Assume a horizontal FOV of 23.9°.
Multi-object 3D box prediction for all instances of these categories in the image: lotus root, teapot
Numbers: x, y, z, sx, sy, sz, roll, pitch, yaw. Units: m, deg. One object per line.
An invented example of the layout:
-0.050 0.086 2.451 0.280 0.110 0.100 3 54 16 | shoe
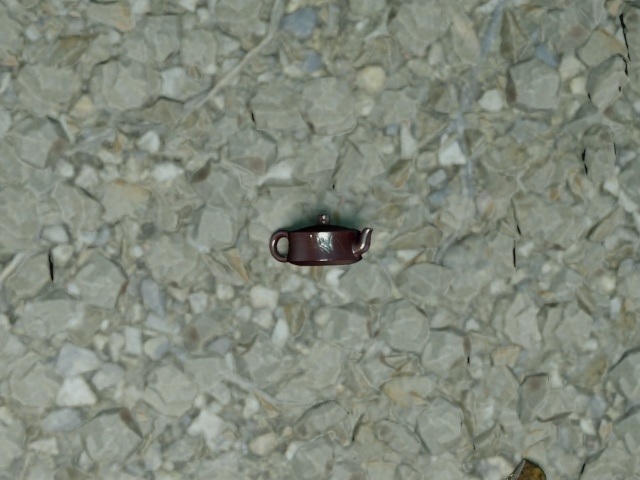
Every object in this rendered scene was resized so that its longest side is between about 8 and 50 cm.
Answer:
0.175 0.241 1.373 0.037 0.030 0.083 41 87 -8 | lotus root
0.000 0.000 1.325 0.100 0.068 0.045 -1 89 26 | teapot
